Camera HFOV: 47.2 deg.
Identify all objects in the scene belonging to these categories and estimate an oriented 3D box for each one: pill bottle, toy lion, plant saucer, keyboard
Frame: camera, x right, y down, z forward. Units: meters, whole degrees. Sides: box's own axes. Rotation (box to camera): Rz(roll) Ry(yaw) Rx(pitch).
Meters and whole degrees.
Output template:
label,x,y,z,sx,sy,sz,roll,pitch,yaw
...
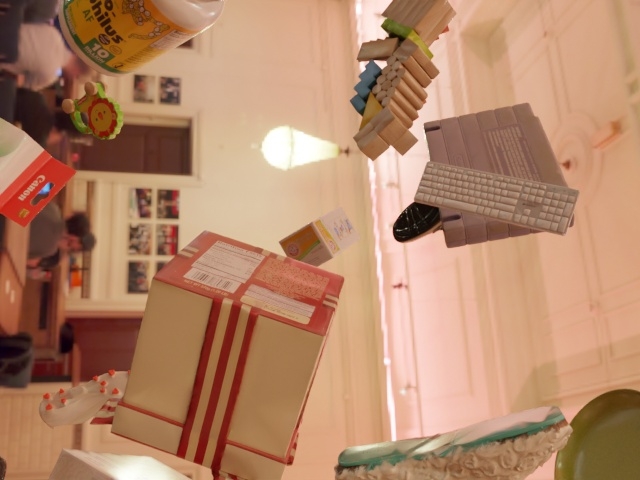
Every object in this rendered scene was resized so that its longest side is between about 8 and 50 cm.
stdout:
label,x,y,z,sx,sy,sz,roll,pitch,yaw
pill bottle,-0.179,-0.269,0.799,0.208,0.118,0.117,-17,-113,36
toy lion,-0.374,-0.210,1.222,0.100,0.034,0.096,-25,-91,31
plant saucer,0.488,0.364,1.215,0.241,0.037,0.241,-53,-162,25
keyboard,0.265,-0.068,1.133,0.256,0.014,0.072,16,-103,35

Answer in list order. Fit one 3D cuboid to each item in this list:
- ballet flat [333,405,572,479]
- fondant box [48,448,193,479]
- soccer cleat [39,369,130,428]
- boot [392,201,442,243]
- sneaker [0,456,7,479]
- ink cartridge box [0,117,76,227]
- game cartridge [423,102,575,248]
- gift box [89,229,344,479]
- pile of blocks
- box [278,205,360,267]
label,x,y,z,sx,sy,sz,roll,pitch,yaw
ballet flat,0.218,0.371,1.190,0.147,0.409,0.147,43,37,-45
fondant box,-0.402,0.561,1.625,0.330,0.238,0.096,38,73,-61
soccer cleat,-0.421,0.296,1.368,0.068,0.196,0.076,-118,-161,-45
boot,0.291,-0.042,1.567,0.236,0.179,0.085,-35,-130,29
sneaker,-0.797,0.611,1.718,0.081,0.080,0.211,121,-18,-53
ink cartridge box,-0.689,-0.154,1.620,0.181,0.225,0.056,-55,165,-25
game cartridge,0.326,-0.131,1.381,0.355,0.230,0.068,-89,170,-49
gift box,-0.129,0.163,0.961,0.276,0.255,0.258,-49,158,-70
pile of blocks,0.148,-0.301,1.367,0.149,0.113,0.362,9,-108,42
box,0.000,0.000,1.843,0.103,0.114,0.203,59,25,-1
